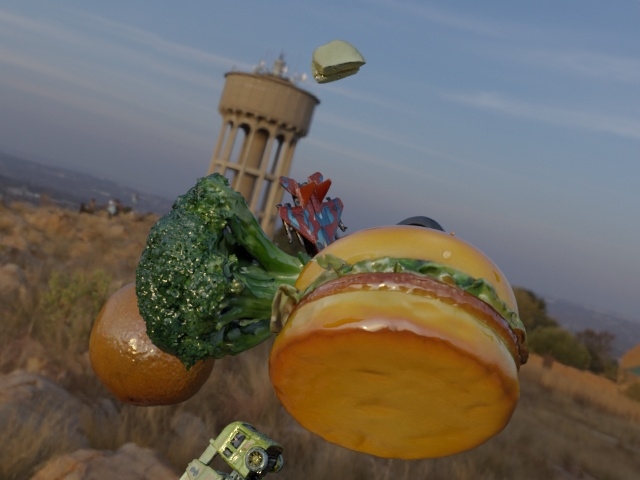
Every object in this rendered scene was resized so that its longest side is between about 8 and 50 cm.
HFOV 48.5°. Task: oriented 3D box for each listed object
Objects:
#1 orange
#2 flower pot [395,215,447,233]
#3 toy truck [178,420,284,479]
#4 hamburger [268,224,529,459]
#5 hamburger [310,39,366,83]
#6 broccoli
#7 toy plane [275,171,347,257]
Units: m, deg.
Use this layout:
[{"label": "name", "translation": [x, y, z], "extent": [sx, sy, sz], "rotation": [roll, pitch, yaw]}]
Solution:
[{"label": "orange", "translation": [-0.336, 0.204, 1.428], "extent": [0.264, 0.264, 0.264], "rotation": [17, 0, 0]}, {"label": "flower pot", "translation": [0.216, 0.098, 1.427], "extent": [0.166, 0.269, 0.269], "rotation": [19, -1, -29]}, {"label": "toy truck", "translation": [-0.135, 0.320, 0.955], "extent": [0.100, 0.169, 0.077], "rotation": [35, -6, 25]}, {"label": "hamburger", "translation": [0.070, 0.087, 0.672], "extent": [0.246, 0.170, 0.246], "rotation": [9, -41, 8]}, {"label": "hamburger", "translation": [0.032, -0.401, 1.566], "extent": [0.121, 0.084, 0.054], "rotation": [-17, -29, -13]}, {"label": "broccoli", "translation": [-0.122, 0.047, 0.950], "extent": [0.245, 0.265, 0.294], "rotation": [9, 10, -10]}, {"label": "toy plane", "translation": [-0.003, 0.000, 0.962], "extent": [0.061, 0.189, 0.130], "rotation": [-11, 1, 41]}]
